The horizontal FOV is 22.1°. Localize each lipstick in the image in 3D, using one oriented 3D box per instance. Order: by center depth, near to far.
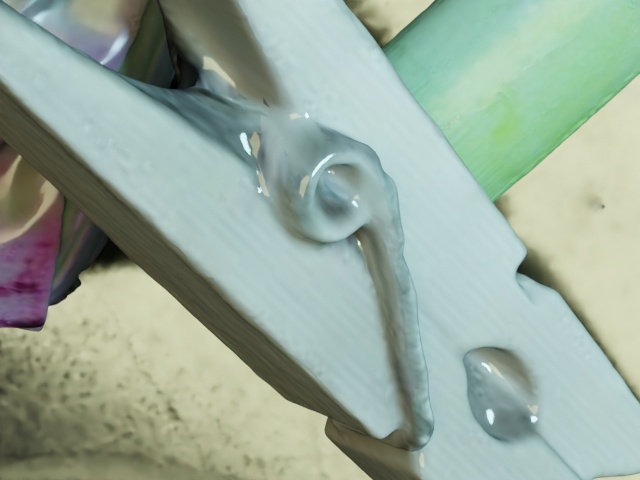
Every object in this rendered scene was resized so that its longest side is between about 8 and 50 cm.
[{"bbox_3d":[0.137,-0.128,0.606,0.304,0.076,0.076,-43,89,8],"label":"lipstick"}]

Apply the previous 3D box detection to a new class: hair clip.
[{"bbox_3d":[0.003,0.001,0.543,0.331,0.085,0.101,48,69,-29],"label":"hair clip"}]

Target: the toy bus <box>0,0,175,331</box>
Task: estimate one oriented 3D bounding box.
[{"bbox_3d":[-0.107,-0.146,0.584,0.162,0.171,0.386,21,97,0],"label":"toy bus"}]
